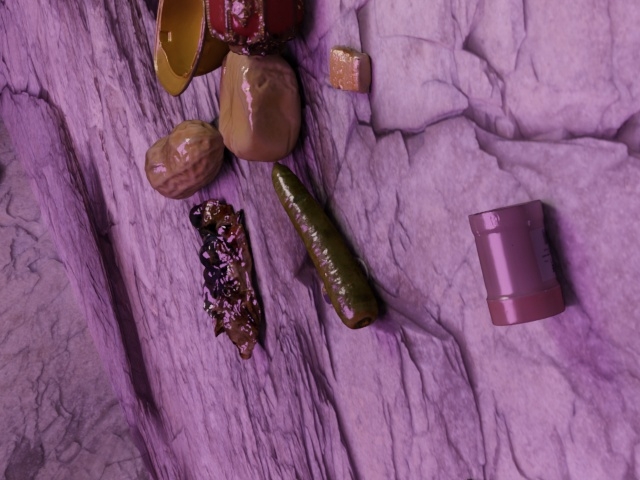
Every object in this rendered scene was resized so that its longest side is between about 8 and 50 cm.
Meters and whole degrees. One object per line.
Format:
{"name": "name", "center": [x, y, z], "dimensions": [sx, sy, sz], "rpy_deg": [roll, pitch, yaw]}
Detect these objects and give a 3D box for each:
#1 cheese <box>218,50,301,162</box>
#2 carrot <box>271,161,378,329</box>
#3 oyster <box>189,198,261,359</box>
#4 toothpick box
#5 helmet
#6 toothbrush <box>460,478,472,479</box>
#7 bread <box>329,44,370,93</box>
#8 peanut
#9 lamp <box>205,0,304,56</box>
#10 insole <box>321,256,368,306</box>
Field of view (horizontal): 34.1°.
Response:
{"name": "cheese", "center": [-0.121, -0.257, 1.941], "dimensions": [0.214, 0.117, 0.225], "rpy_deg": [-163, 67, -63]}
{"name": "carrot", "center": [0.000, 0.000, 1.853], "dimensions": [0.358, 0.074, 0.074], "rpy_deg": [61, 150, 24]}
{"name": "oyster", "center": [-0.222, 0.085, 2.321], "dimensions": [0.221, 0.096, 0.361], "rpy_deg": [-175, 75, -69]}
{"name": "toothpick box", "center": [0.256, 0.029, 1.364], "dimensions": [0.098, 0.098, 0.148], "rpy_deg": [-10, 94, 63]}
{"name": "helmet", "center": [-0.217, -0.407, 2.007], "dimensions": [0.205, 0.140, 0.257], "rpy_deg": [52, 136, 41]}
{"name": "toothbrush", "center": [0.282, 0.375, 1.572], "dimensions": [0.263, 0.022, 0.026], "rpy_deg": [-13, 79, 63]}
{"name": "bread", "center": [0.048, -0.277, 1.686], "dimensions": [0.083, 0.035, 0.070], "rpy_deg": [27, 127, 48]}
{"name": "peanut", "center": [-0.299, -0.175, 2.280], "dimensions": [0.313, 0.152, 0.152], "rpy_deg": [-19, 86, 61]}
{"name": "lamp", "center": [-0.114, -0.453, 1.768], "dimensions": [0.177, 0.177, 0.273], "rpy_deg": [32, 132, 54]}
{"name": "insole", "center": [0.042, 0.076, 1.900], "dimensions": [0.197, 0.004, 0.065], "rpy_deg": [-38, 69, 61]}
